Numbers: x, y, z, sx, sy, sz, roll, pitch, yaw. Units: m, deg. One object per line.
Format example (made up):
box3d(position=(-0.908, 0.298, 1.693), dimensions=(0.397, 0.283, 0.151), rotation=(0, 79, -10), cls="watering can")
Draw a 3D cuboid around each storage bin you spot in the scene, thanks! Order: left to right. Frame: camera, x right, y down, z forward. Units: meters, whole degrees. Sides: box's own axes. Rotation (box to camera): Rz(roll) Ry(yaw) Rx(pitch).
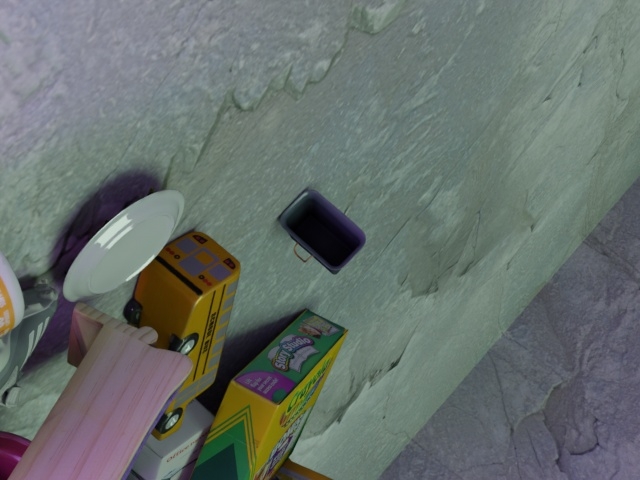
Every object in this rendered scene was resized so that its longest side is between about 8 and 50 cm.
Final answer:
box3d(position=(0.000, 0.000, 1.868), dimensions=(0.098, 0.135, 0.091), rotation=(-47, 168, -13), cls="storage bin")

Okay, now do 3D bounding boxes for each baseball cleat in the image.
box3d(position=(-0.366, 0.129, 1.324), dimensions=(0.206, 0.072, 0.109), rotation=(-56, 150, -63), cls="baseball cleat")

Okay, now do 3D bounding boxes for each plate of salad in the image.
box3d(position=(-0.256, 0.002, 1.453), dimensions=(0.200, 0.048, 0.200), rotation=(-42, 166, -13), cls="plate of salad")

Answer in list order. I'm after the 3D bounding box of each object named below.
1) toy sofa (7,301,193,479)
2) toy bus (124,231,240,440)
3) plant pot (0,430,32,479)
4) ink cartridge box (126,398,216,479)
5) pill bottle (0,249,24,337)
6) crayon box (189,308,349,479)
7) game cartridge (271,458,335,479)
box3d(position=(-0.310, 0.272, 1.403), dimensions=(0.150, 0.177, 0.362), rotation=(112, 3, -51), cls="toy sofa")
box3d(position=(-0.217, 0.150, 1.693), dimensions=(0.130, 0.108, 0.332), rotation=(-35, 153, -40), cls="toy bus")
box3d(position=(-0.450, 0.374, 1.494), dimensions=(0.201, 0.201, 0.180), rotation=(-35, 169, -36), cls="plant pot")
box3d(position=(-0.271, 0.378, 1.984), dimensions=(0.140, 0.082, 0.190), rotation=(-32, 154, -41), cls="ink cartridge box")
box3d(position=(-0.438, 0.091, 1.089), dimensions=(0.272, 0.152, 0.152), rotation=(-38, 155, -32), cls="pill bottle")
box3d(position=(-0.101, 0.331, 2.086), dimensions=(0.313, 0.106, 0.363), rotation=(-66, 169, 24), cls="crayon box")
box3d(position=(-0.117, 0.497, 2.167), dimensions=(0.285, 0.324, 0.052), rotation=(-22, 126, -53), cls="game cartridge")
